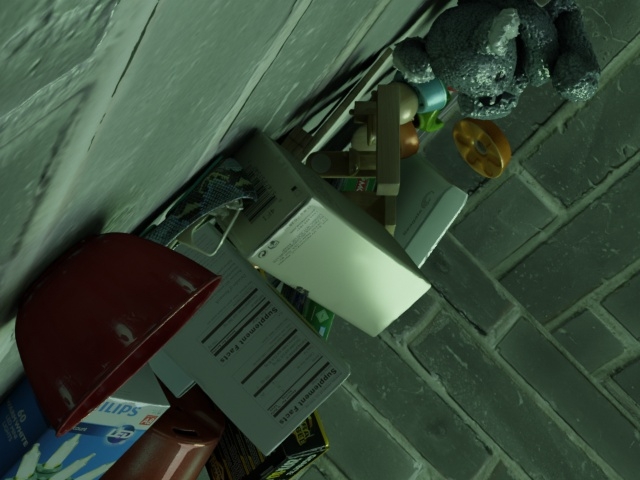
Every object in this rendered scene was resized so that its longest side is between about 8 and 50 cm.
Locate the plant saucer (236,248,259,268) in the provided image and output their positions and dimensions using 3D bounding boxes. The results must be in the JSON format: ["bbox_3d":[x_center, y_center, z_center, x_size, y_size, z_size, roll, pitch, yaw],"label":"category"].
[{"bbox_3d":[-0.050,-0.006,1.755,0.200,0.037,0.200,-17,169,-3],"label":"plant saucer"}]

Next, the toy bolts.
[{"bbox_3d":[0.153,-0.166,1.847,0.158,0.218,0.228,-37,157,-21],"label":"toy bolts"}]

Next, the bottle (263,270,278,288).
[{"bbox_3d":[-0.067,0.002,1.959,0.118,0.092,0.283,-50,-179,-32],"label":"bottle"}]

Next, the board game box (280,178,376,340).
[{"bbox_3d":[-0.003,0.034,1.985,0.213,0.046,0.317,-172,-80,-77],"label":"board game box"}]

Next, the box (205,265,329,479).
[{"bbox_3d":[-0.122,0.205,1.886,0.079,0.322,0.257,-10,158,-30],"label":"box"}]

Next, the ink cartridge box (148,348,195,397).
[{"bbox_3d":[-0.159,0.097,1.626,0.072,0.127,0.175,-43,178,38],"label":"ink cartridge box"}]

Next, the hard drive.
[{"bbox_3d":[0.089,-0.043,2.044,0.233,0.047,0.353,-56,-154,8],"label":"hard drive"}]

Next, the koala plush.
[{"bbox_3d":[0.203,-0.244,1.582,0.196,0.203,0.221,-9,-172,41],"label":"koala plush"}]

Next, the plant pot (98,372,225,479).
[{"bbox_3d":[-0.288,0.310,1.837,0.265,0.272,0.272,-55,174,20],"label":"plant pot"}]

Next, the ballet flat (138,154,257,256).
[{"bbox_3d":[-0.133,0.002,1.195,0.188,0.070,0.070,-44,178,-6],"label":"ballet flat"}]

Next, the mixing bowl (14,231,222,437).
[{"bbox_3d":[-0.176,0.059,1.025,0.181,0.098,0.181,-45,179,-1],"label":"mixing bowl"}]

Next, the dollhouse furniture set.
[{"bbox_3d":[0.026,-0.088,1.471,0.151,0.123,0.144,88,3,-78],"label":"dollhouse furniture set"}]

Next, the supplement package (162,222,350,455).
[{"bbox_3d":[-0.095,0.107,1.464,0.134,0.244,0.139,-44,178,-1],"label":"supplement package"}]

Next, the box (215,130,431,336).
[{"bbox_3d":[0.000,0.000,1.340,0.094,0.113,0.275,-43,143,8],"label":"box"}]

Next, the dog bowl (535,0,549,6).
[{"bbox_3d":[0.331,-0.417,1.431,0.349,0.102,0.349,-45,178,-2],"label":"dog bowl"}]

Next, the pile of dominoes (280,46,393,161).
[{"bbox_3d":[-0.011,-0.136,1.513,0.196,0.040,0.251,-47,-175,40],"label":"pile of dominoes"}]

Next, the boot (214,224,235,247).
[{"bbox_3d":[-0.084,-0.038,1.645,0.114,0.037,0.106,-41,-170,-14],"label":"boot"}]

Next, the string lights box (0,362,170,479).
[{"bbox_3d":[-0.303,0.228,1.413,0.260,0.077,0.133,-46,144,20],"label":"string lights box"}]
